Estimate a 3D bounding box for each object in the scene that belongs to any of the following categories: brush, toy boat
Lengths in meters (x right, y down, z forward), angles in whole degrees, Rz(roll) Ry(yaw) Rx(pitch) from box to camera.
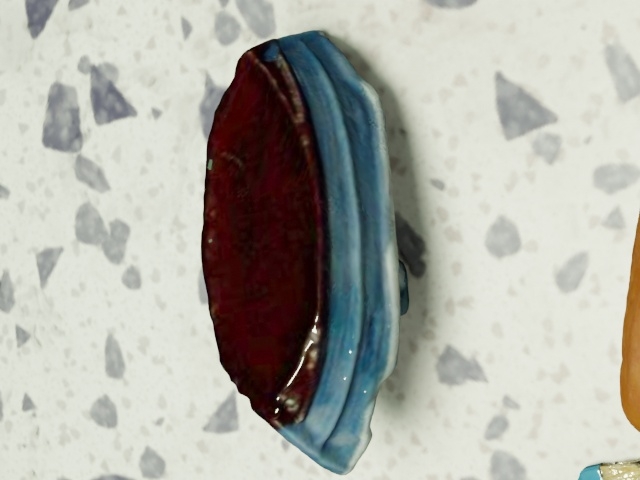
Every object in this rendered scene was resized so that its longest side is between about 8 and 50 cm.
[{"bbox_3d":[0.149,0.182,0.865,0.164,0.014,0.051,-19,85,32],"label":"brush"},{"bbox_3d":[0.000,0.000,0.869,0.129,0.142,0.309,-15,71,35],"label":"toy boat"}]

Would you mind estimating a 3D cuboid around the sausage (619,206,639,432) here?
[{"bbox_3d":[0.220,0.028,0.769,0.076,0.076,0.198,12,104,30],"label":"sausage"}]
